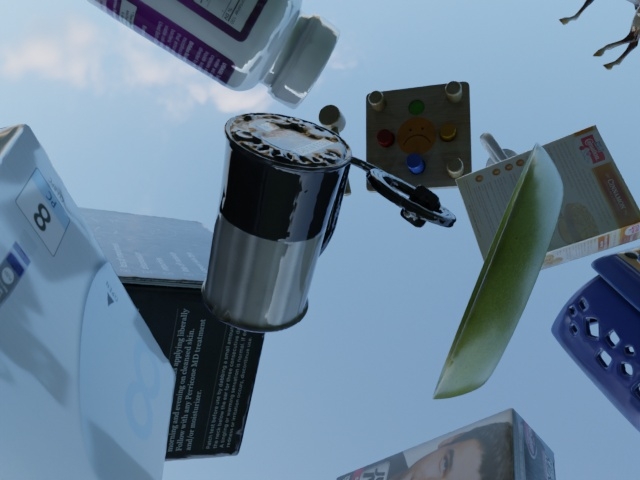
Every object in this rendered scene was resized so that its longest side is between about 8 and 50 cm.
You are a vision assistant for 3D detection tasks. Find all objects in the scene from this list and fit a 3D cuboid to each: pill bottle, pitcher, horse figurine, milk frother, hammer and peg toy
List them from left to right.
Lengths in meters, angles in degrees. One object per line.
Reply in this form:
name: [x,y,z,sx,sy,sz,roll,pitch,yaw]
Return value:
pill bottle: [-0.131,-0.302,0.669,0.169,0.301,0.169,-52,-161,26]
milk frother: [0.000,0.000,0.361,0.129,0.135,0.143,-14,-138,-38]
hammer and peg toy: [0.183,-0.238,1.268,0.360,0.127,0.266,-3,-97,18]
pitcher: [0.382,-0.113,1.004,0.125,0.177,0.207,-37,-151,18]
horse figurine: [0.492,-0.389,0.834,0.174,0.263,0.066,-42,-170,34]

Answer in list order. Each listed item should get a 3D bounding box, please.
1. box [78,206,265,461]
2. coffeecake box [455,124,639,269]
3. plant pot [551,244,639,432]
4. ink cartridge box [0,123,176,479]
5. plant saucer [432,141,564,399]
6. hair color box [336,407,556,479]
box: [-0.398,0.123,0.883,0.479,0.471,0.298,29,-72,61]
coffeecake box: [0.291,-0.043,0.676,0.185,0.068,0.143,-21,-118,19]
plant pot: [0.550,0.127,0.810,0.235,0.212,0.236,-13,-140,-12]
ink cartridge box: [-0.200,0.146,0.327,0.091,0.308,0.385,-14,-143,-1]
plant saucer: [0.161,0.035,0.460,0.037,0.241,0.241,23,-107,16]
hair color box: [0.166,0.420,0.792,0.374,0.114,0.185,-37,-167,31]
